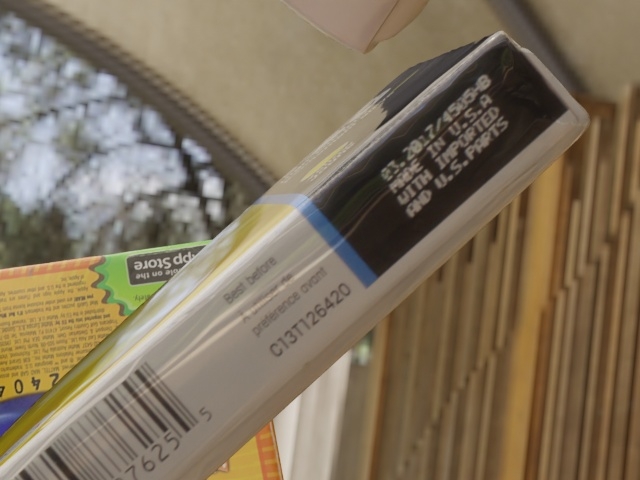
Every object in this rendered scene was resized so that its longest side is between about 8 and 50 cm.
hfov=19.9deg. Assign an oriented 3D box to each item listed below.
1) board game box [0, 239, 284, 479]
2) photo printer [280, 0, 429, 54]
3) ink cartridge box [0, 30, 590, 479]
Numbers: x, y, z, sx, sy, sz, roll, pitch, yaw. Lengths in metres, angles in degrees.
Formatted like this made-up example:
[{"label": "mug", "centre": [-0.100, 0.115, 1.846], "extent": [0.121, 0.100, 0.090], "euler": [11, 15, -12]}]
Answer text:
[{"label": "board game box", "centre": [-0.204, 0.260, 1.366], "extent": [0.356, 0.356, 0.356], "euler": [-8, -33, -7]}, {"label": "photo printer", "centre": [0.006, -0.294, 1.438], "extent": [0.256, 0.107, 0.307], "euler": [44, -27, 2]}, {"label": "ink cartridge box", "centre": [-0.038, 0.030, 0.865], "extent": [0.072, 0.303, 0.307], "euler": [48, -5, -7]}]
